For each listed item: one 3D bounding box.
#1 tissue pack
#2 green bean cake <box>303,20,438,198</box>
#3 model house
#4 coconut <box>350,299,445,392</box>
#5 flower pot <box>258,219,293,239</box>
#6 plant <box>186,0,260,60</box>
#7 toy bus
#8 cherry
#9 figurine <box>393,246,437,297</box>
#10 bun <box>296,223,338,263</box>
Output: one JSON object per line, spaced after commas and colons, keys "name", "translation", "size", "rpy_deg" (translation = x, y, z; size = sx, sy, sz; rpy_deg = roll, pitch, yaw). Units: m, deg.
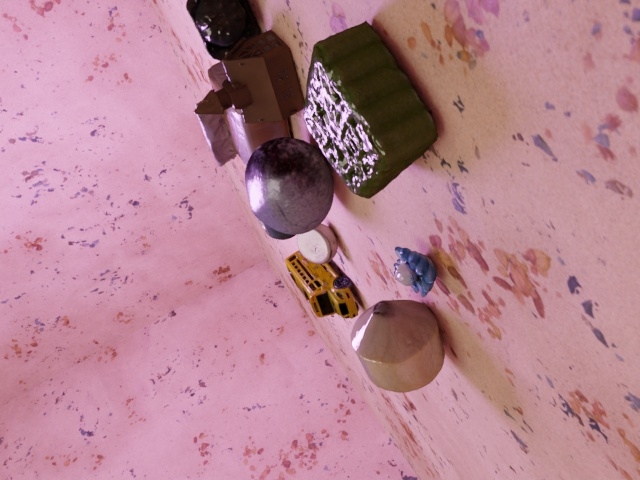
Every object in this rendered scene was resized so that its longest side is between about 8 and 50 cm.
{"name": "tissue pack", "translation": [-0.222, -0.329, 1.685], "size": [0.239, 0.238, 0.305], "rpy_deg": [56, 168, 25]}
{"name": "green bean cake", "translation": [0.067, -0.195, 0.958], "size": [0.222, 0.124, 0.248], "rpy_deg": [59, 169, 10]}
{"name": "model house", "translation": [-0.194, -0.365, 1.398], "size": [0.176, 0.248, 0.181], "rpy_deg": [52, 165, 40]}
{"name": "coconut", "translation": [0.176, 0.229, 1.362], "size": [0.202, 0.202, 0.222], "rpy_deg": [47, 165, 52]}
{"name": "flower pot", "translation": [-0.147, -0.109, 2.085], "size": [0.189, 0.157, 0.243], "rpy_deg": [49, 166, 43]}
{"name": "plant", "translation": [-0.237, -0.539, 1.454], "size": [0.256, 0.141, 0.164], "rpy_deg": [-116, 1, -68]}
{"name": "toy bus", "translation": [0.004, 0.157, 2.079], "size": [0.331, 0.151, 0.145], "rpy_deg": [49, 162, 50]}
{"name": "cherry", "translation": [-0.080, -0.140, 1.528], "size": [0.255, 0.218, 0.296], "rpy_deg": [67, 164, 2]}
{"name": "figurine", "translation": [0.190, 0.065, 1.177], "size": [0.114, 0.079, 0.114], "rpy_deg": [60, 165, 28]}
{"name": "bun", "translation": [0.000, 0.000, 1.864], "size": [0.138, 0.094, 0.138], "rpy_deg": [17, 124, 26]}
